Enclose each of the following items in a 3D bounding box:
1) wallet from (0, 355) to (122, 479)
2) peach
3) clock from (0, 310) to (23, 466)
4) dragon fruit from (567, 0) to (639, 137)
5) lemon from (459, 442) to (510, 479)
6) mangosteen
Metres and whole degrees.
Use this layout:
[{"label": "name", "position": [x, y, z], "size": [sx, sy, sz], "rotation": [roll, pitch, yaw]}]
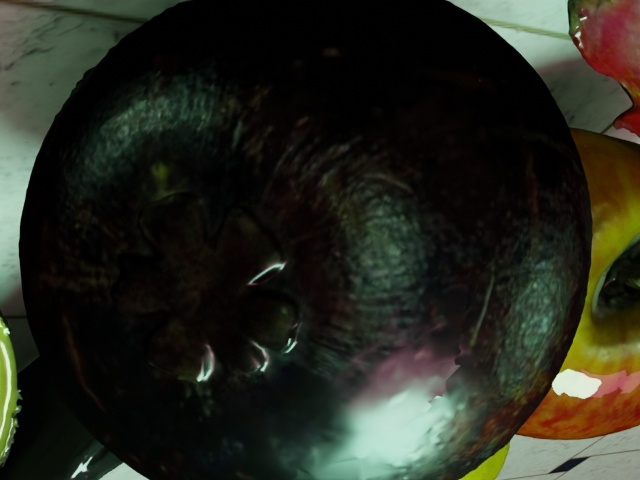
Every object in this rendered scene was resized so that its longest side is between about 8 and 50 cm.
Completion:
[{"label": "wallet", "position": [-0.200, 0.138, 1.015], "size": [0.051, 0.197, 0.377], "rotation": [38, 121, -23]}, {"label": "peach", "position": [0.176, 0.032, 1.044], "size": [0.281, 0.238, 0.281], "rotation": [-32, -172, 5]}, {"label": "clock", "position": [-0.335, 0.115, 0.869], "size": [0.293, 0.071, 0.277], "rotation": [16, 103, -46]}, {"label": "dragon fruit", "position": [0.364, -0.139, 0.866], "size": [0.371, 0.249, 0.386], "rotation": [-27, 153, 21]}, {"label": "lemon", "position": [0.084, 0.174, 1.293], "size": [0.192, 0.192, 0.231], "rotation": [0, 146, -40]}, {"label": "mangosteen", "position": [-0.004, 0.002, 0.764], "size": [0.330, 0.330, 0.330], "rotation": [-18, 155, -9]}]
